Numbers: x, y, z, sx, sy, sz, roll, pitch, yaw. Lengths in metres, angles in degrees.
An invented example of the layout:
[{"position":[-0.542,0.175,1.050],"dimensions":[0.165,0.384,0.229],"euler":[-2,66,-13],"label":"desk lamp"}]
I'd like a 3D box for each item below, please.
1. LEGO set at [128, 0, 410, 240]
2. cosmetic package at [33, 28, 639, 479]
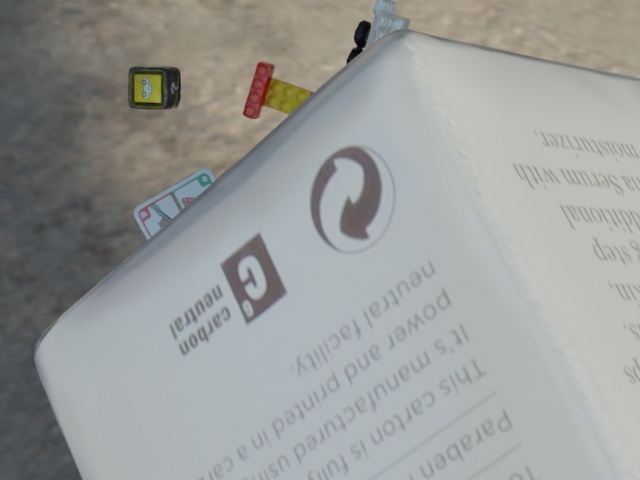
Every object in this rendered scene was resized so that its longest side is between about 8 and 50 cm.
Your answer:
[{"position":[0.000,0.000,0.949],"dimensions":[0.182,0.060,0.244],"euler":[-29,88,17],"label":"LEGO set"},{"position":[0.126,0.180,0.516],"dimensions":[0.161,0.230,0.453],"euler":[-39,64,30],"label":"cosmetic package"}]
